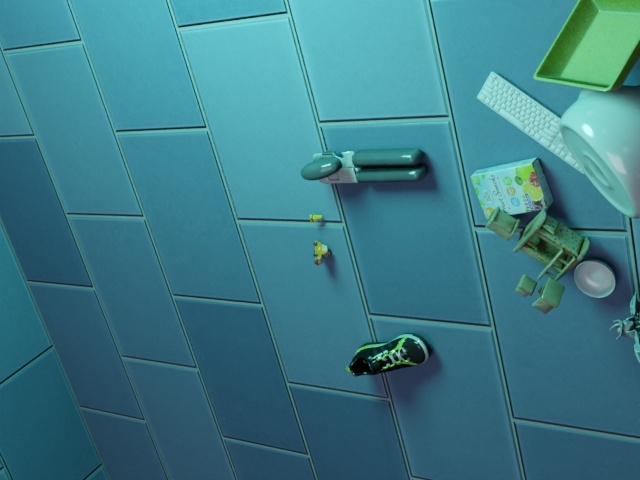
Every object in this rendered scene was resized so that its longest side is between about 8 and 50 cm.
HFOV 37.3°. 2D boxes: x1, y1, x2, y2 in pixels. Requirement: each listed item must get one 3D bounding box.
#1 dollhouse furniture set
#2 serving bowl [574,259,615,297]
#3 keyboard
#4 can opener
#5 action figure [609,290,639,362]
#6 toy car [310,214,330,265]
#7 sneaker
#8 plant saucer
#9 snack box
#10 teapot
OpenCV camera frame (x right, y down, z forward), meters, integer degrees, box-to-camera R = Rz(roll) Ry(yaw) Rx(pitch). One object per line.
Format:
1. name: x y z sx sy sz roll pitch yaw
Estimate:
1. dollhouse furniture set: 0.409 0.021 1.840 0.182 0.161 0.101 32 142 -2
2. serving bowl: 0.551 0.072 1.892 0.083 0.027 0.083 19 127 27
3. keyboard: 0.417 -0.226 1.812 0.256 0.014 0.072 38 134 11
4. can opener: 0.087 -0.151 2.051 0.283 0.095 0.076 2 119 37
5. action figure: 0.676 0.135 1.755 0.285 0.185 0.099 -16 143 28
6. toy car: 0.000 0.000 2.246 0.041 0.060 0.122 -4 128 3
7. sneaker: 0.161 0.292 2.280 0.235 0.097 0.084 -20 104 43
8. plant saucer: 0.473 -0.328 1.579 0.045 0.188 0.188 32 178 -31
9. snack box: 0.383 -0.103 1.898 0.141 0.037 0.100 -10 111 40
10. teapot: 0.552 -0.171 1.626 0.256 0.187 0.252 50 -174 -43
